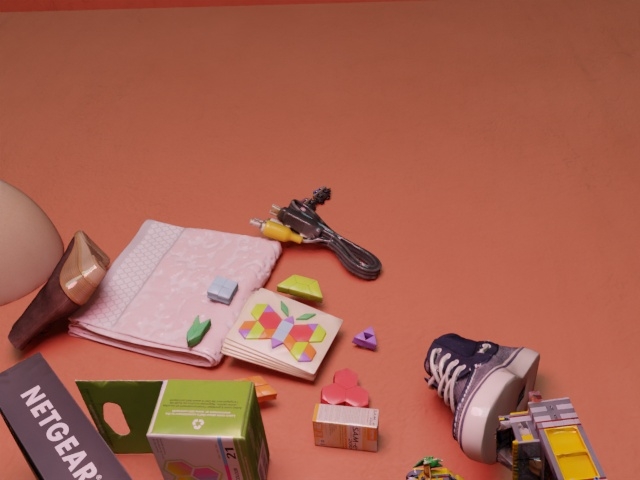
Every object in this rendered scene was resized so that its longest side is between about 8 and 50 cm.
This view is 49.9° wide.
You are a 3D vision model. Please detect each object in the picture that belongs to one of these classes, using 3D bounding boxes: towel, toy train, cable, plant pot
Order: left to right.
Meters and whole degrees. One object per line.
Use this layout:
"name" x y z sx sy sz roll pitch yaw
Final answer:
"plant pot" -0.690 -0.022 1.392 0.284 0.191 0.284 -2 39 1
"towel" -0.274 0.086 1.336 0.317 0.053 0.332 10 41 16
"toy train" -0.031 -0.078 1.542 0.036 0.027 0.158 16 42 39
"cable" 0.000 0.000 1.420 0.287 0.072 0.139 30 28 11

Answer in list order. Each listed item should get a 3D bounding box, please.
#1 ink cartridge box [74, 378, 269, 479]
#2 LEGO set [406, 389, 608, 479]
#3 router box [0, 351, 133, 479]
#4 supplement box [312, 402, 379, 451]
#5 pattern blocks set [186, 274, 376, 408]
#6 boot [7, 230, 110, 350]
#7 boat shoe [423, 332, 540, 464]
"ink cartridge box" -0.211 0.289 0.968 0.255 0.189 0.097 -1 40 6
"LEGO set" 0.207 0.326 0.800 0.255 0.331 0.192 -15 30 7
"router box" -0.302 0.326 0.885 0.081 0.243 0.309 -30 45 -29
"supplement box" 0.040 0.286 1.051 0.098 0.062 0.036 3 38 9
"pattern blocks set" -0.064 0.163 1.194 0.324 0.026 0.285 9 42 2
"boot" -0.501 0.087 1.300 0.207 0.090 0.248 -42 24 -5
"boat shoe" 0.211 0.218 1.006 0.158 0.127 0.340 12 6 26
